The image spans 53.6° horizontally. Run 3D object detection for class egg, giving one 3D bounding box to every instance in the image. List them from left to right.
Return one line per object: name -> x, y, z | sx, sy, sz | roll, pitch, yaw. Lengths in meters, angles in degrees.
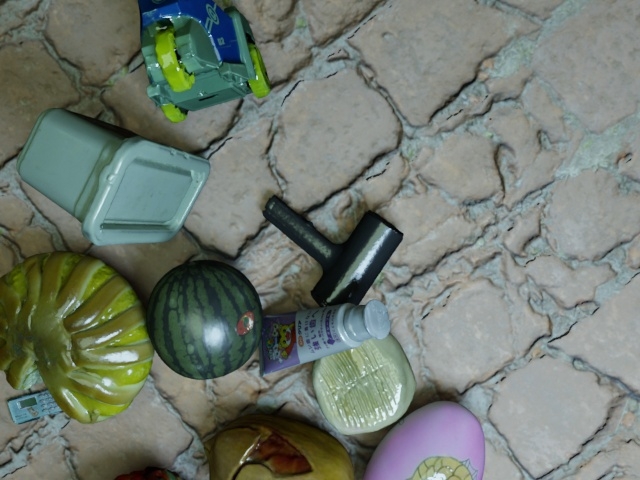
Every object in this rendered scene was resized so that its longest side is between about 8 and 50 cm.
egg -> 0.181, 0.411, 1.121 | 0.196, 0.196, 0.271 | 18, 86, 3

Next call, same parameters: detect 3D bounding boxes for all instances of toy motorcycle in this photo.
toy motorcycle -> -0.210, -0.316, 1.020 | 0.191, 0.326, 0.200 | -15, 91, 5

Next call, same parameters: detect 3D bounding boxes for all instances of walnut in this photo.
walnut -> -0.082, 0.419, 1.144 | 0.298, 0.203, 0.203 | 9, 96, 21

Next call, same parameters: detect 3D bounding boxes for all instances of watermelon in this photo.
watermelon -> -0.203, 0.136, 1.120 | 0.212, 0.212, 0.212 | 0, 95, 5

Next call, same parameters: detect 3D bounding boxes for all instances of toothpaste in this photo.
toothpaste -> -0.014, 0.163, 1.101 | 0.299, 0.073, 0.114 | -20, 69, 41

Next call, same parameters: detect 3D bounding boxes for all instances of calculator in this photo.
calculator -> -0.537, 0.321, 1.257 | 0.172, 0.018, 0.057 | -15, 92, 7

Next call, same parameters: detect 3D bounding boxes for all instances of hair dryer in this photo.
hair dryer -> 0.000, 0.000, 1.156 | 0.251, 0.089, 0.197 | 36, 97, 7

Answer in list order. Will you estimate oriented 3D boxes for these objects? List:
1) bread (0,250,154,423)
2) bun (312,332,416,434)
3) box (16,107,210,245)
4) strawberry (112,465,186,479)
bread -> -0.462, 0.172, 1.146 | 0.333, 0.160, 0.333 | 2, 99, 16
bun -> 0.075, 0.244, 1.148 | 0.178, 0.128, 0.193 | -28, 81, 8
box -> -0.344, -0.111, 1.065 | 0.182, 0.312, 0.175 | 29, 96, 9
strawberry -> -0.322, 0.567, 1.154 | 0.288, 0.250, 0.238 | -47, 125, 5
